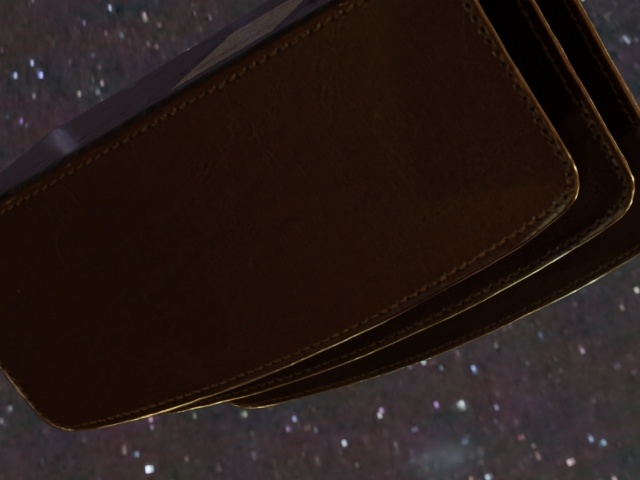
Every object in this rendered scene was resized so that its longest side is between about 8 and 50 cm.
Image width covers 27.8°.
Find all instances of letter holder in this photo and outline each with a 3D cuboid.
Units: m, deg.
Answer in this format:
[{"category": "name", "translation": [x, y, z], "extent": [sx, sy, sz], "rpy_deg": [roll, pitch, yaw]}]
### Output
[{"category": "letter holder", "translation": [0.000, 0.000, 0.631], "extent": [0.302, 0.152, 0.214], "rpy_deg": [-26, -74, 27]}]
